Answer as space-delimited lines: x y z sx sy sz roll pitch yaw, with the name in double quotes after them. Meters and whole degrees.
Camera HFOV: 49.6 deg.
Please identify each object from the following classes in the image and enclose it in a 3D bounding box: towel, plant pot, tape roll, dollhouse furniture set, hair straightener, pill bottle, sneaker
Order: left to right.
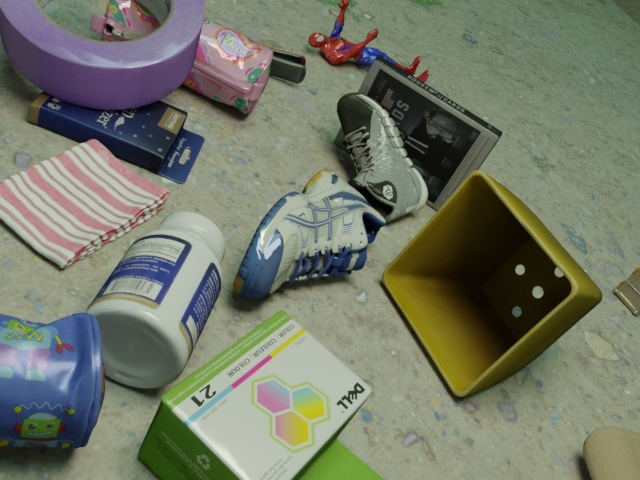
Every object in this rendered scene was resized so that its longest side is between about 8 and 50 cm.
-0.297 -0.055 0.850 0.144 0.029 0.197 35 37 9 "towel"
-0.306 -0.321 0.976 0.274 0.090 0.275 8 61 -15 "tape roll"
-0.167 0.054 0.740 0.111 0.112 0.187 25 37 -5 "pill bottle"
-0.134 -0.337 1.274 0.230 0.047 0.089 15 38 -18 "hair straightener"
0.000 0.000 0.915 0.131 0.112 0.296 35 38 7 "sneaker"
0.073 -0.130 1.110 0.132 0.086 0.229 -29 83 -41 "sneaker"
0.253 0.065 0.943 0.187 0.212 0.212 10 39 -43 "plant pot"
0.597 0.117 1.211 0.058 0.076 0.152 4 44 -49 "dollhouse furniture set"

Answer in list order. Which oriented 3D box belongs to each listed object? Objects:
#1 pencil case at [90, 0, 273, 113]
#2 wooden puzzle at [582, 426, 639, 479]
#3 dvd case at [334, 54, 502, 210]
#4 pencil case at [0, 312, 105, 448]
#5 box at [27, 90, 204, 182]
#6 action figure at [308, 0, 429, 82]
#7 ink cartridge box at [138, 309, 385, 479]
-0.219 -0.310 1.125 0.284 0.124 0.124 23 37 -8 "pencil case"
0.492 0.399 0.806 0.347 0.081 0.322 14 38 -12 "wooden puzzle"
0.157 -0.173 1.164 0.238 0.179 0.029 33 40 6 "dvd case"
-0.335 0.101 0.568 0.305 0.119 0.133 11 32 -23 "pencil case"
-0.281 -0.170 0.994 0.225 0.037 0.136 23 37 -11 "box"
0.113 -0.425 1.476 0.280 0.139 0.092 6 41 -24 "action figure"
-0.013 0.215 0.665 0.255 0.097 0.188 39 38 14 "ink cartridge box"
